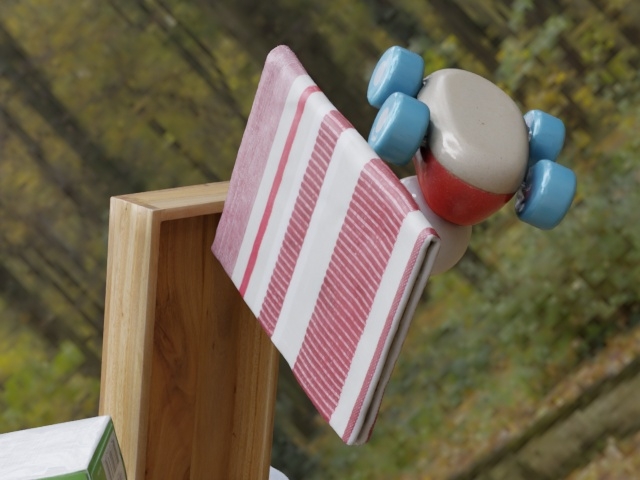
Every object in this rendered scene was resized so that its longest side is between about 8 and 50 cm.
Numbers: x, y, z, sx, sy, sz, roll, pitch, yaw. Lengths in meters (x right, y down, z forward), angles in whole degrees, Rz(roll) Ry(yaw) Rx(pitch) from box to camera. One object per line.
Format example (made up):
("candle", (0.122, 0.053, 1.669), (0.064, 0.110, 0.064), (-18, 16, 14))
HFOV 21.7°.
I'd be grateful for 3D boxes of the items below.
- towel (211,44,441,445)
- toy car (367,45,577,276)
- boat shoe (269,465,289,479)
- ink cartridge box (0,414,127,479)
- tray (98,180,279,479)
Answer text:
("towel", (0.000, 0.000, 1.531), (0.037, 0.329, 0.237), (0, -56, -29))
("toy car", (0.124, -0.051, 1.840), (0.238, 0.219, 0.210), (-59, 16, 30))
("boat shoe", (-0.084, 0.323, 2.050), (0.080, 0.076, 0.228), (-10, 11, -16))
("ink cartridge box", (-0.262, 0.197, 1.278), (0.209, 0.062, 0.109), (-10, 15, 5))
("tray", (-0.140, 0.148, 1.790), (0.203, 0.076, 0.411), (-10, -70, -46))
